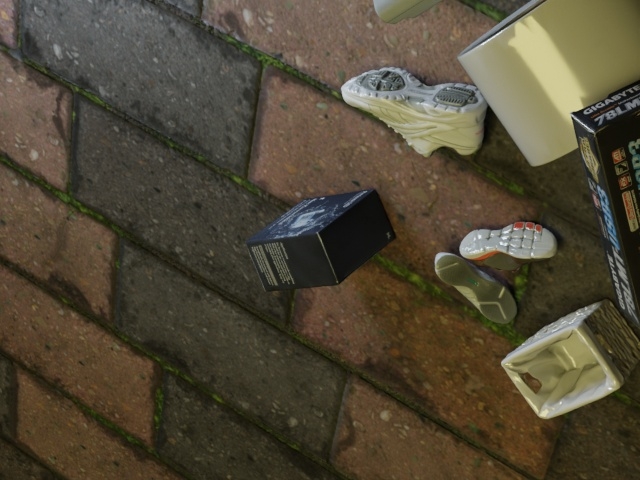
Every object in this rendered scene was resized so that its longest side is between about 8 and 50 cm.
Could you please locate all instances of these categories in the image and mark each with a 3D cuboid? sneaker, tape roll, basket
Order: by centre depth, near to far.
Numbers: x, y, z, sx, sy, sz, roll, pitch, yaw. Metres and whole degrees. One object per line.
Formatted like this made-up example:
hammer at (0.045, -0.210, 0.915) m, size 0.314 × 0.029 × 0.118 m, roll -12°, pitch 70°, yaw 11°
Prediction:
tape roll at (0.314, -0.226, 1.969) m, size 0.246 × 0.246 × 0.169 m, roll -30°, pitch 97°, yaw 47°
sneaker at (0.129, -0.172, 2.283) m, size 0.232 × 0.090 × 0.115 m, roll 19°, pitch 132°, yaw 31°
basket at (0.365, 0.168, 2.303) m, size 0.113 × 0.103 × 0.167 m, roll 54°, pitch 137°, yaw -3°
sneaker at (0.281, 0.015, 2.318) m, size 0.158 × 0.061 × 0.065 m, roll 2°, pitch 146°, yaw 41°
sneaker at (0.232, 0.064, 2.388) m, size 0.152 × 0.061 × 0.053 m, roll 40°, pitch 97°, yaw -12°

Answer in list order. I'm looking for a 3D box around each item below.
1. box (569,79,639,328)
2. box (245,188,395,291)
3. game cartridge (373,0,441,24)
box at (0.464, -0.076, 1.890) m, size 0.073 × 0.293 × 0.295 m, roll -125°, pitch 12°, yaw -59°
box at (0.000, 0.000, 2.459) m, size 0.158 × 0.156 × 0.093 m, roll -7°, pitch 112°, yaw 43°
game cartridge at (0.140, -0.436, 1.981) m, size 0.198 × 0.062 × 0.297 m, roll -30°, pitch 53°, yaw 50°
